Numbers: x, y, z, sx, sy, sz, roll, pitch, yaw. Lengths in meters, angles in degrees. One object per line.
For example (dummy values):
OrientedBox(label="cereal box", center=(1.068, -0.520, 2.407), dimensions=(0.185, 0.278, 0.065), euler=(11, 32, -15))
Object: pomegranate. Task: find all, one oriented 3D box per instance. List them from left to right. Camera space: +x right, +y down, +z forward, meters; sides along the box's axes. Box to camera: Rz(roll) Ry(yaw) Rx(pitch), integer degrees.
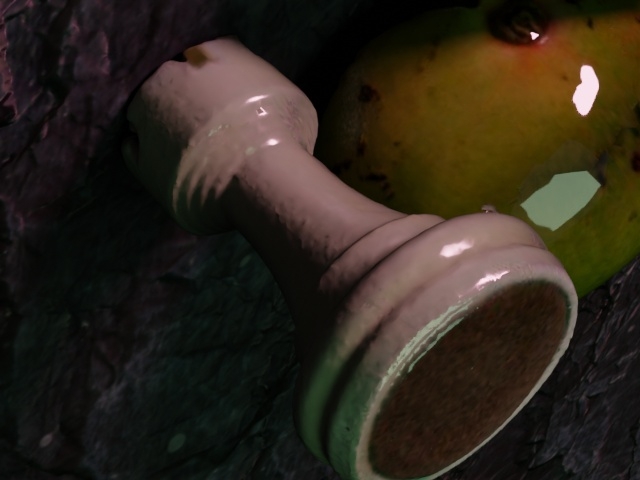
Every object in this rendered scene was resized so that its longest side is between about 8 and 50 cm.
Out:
OrientedBox(label="pomegranate", center=(0.154, -0.039, 1.489), dimensions=(0.309, 0.216, 0.358), euler=(-35, 148, -23))

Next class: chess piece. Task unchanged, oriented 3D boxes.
OrientedBox(label="chess piece", center=(0.000, 0.000, 1.268), dimensions=(0.194, 0.299, 0.195), euler=(-31, 147, -23))
